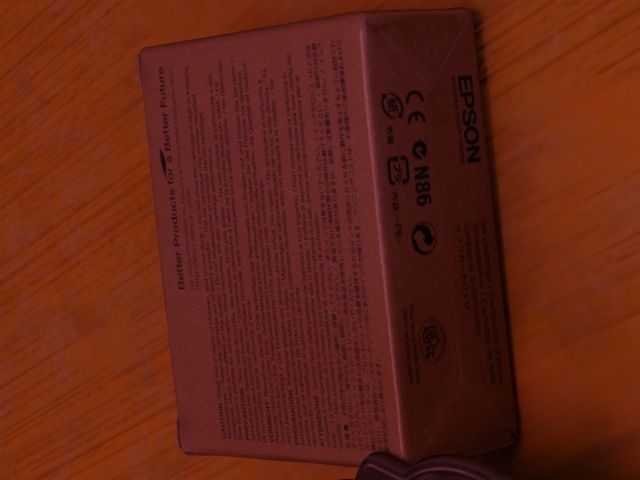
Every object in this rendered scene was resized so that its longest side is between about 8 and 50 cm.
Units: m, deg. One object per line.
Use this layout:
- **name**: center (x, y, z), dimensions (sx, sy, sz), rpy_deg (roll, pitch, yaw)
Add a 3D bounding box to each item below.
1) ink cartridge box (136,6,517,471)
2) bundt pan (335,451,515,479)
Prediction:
- **ink cartridge box**: center (0.000, 0.000, 1.041), dimensions (0.193, 0.088, 0.235), rpy_deg (-1, 97, 49)
- **bundt pan**: center (0.061, 0.276, 0.931), dimensions (0.331, 0.124, 0.331), rpy_deg (25, 129, 35)
